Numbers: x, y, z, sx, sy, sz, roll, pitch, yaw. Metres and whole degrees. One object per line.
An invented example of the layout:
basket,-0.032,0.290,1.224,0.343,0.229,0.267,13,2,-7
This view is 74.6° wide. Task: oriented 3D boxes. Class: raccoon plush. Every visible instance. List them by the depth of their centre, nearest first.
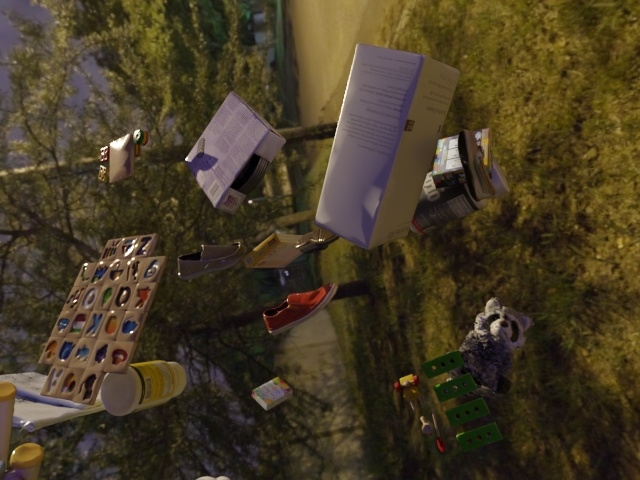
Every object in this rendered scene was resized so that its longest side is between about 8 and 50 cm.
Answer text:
raccoon plush,0.579,0.393,1.552,0.216,0.299,0.446,36,158,4

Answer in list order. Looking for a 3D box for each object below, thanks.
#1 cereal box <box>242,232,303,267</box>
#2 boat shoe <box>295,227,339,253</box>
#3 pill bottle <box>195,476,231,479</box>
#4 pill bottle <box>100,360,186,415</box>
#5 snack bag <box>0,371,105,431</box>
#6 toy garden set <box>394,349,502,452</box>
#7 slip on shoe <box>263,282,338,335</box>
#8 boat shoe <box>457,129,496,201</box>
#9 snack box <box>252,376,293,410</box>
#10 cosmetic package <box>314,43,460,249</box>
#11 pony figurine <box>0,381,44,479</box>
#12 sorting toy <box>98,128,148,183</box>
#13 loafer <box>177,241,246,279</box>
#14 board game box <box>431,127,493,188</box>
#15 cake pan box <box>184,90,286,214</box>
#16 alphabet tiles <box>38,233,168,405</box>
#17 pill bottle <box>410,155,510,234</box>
cereal box,-0.151,0.040,1.556,0.047,0.173,0.240,60,-157,17
boat shoe,0.000,0.000,1.087,0.049,0.152,0.056,40,-126,-31
pill bottle,-0.320,0.690,1.040,0.264,0.146,0.146,9,-112,-64
pill bottle,-0.458,0.382,1.111,0.208,0.119,0.119,31,-135,-69
snack bag,-0.731,0.395,1.069,0.342,0.322,0.037,51,-130,-75
toy garden set,0.341,0.449,1.153,0.244,0.203,0.049,65,-164,12
slip on shoe,-0.080,0.245,1.592,0.101,0.331,0.123,56,-162,-11
boat shoe,0.311,-0.151,0.832,0.056,0.048,0.153,-94,-18,-67
snack box,-0.198,0.633,1.743,0.100,0.141,0.037,27,118,38
cosmetic package,0.140,-0.193,0.910,0.217,0.156,0.385,-18,-54,-53
pony figurine,-0.500,0.462,0.640,0.350,0.302,0.364,21,106,41
sorting toy,-0.614,-0.250,1.322,0.046,0.274,0.132,6,-100,-52
loafer,-0.385,0.059,1.477,0.094,0.251,0.088,-129,20,-60
board game box,0.375,-0.216,1.101,0.048,0.141,0.170,59,-142,-36
cake pan box,-0.233,-0.235,1.114,0.070,0.246,0.267,21,-159,-48
alphabet tiles,-0.441,0.144,0.848,0.011,0.285,0.343,44,-132,-48
pill bottle,0.384,-0.142,1.230,0.161,0.283,0.161,37,-141,-38
